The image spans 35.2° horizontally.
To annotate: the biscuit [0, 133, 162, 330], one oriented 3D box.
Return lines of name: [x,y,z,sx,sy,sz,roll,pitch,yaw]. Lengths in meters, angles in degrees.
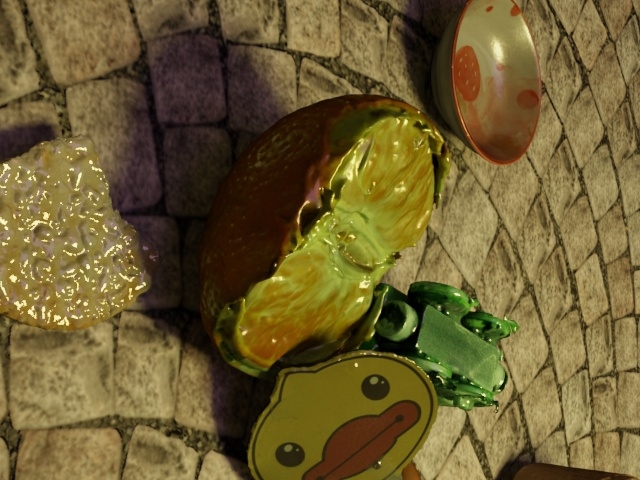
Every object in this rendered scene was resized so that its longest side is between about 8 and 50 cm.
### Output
biscuit: [-0.253,-0.011,0.957,0.265,0.040,0.188,25,70,-48]

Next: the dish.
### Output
dish: [0.232,-0.239,1.507,0.260,0.085,0.260,1,89,-51]

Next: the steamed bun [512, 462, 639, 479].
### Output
steamed bun: [0.432,0.482,1.597,0.199,0.251,0.301,-47,127,-53]

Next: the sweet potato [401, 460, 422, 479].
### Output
sweet potato: [0.099,0.432,1.302,0.095,0.106,0.354,1,86,-16]

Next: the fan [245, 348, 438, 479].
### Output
fan: [0.051,0.244,1.176,0.229,0.011,0.335,-39,124,4]

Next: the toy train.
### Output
toy train: [0.126,0.135,1.278,0.243,0.188,0.132,33,64,-44]

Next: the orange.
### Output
orange: [-0.006,-0.004,1.115,0.262,0.196,0.334,30,83,-44]
